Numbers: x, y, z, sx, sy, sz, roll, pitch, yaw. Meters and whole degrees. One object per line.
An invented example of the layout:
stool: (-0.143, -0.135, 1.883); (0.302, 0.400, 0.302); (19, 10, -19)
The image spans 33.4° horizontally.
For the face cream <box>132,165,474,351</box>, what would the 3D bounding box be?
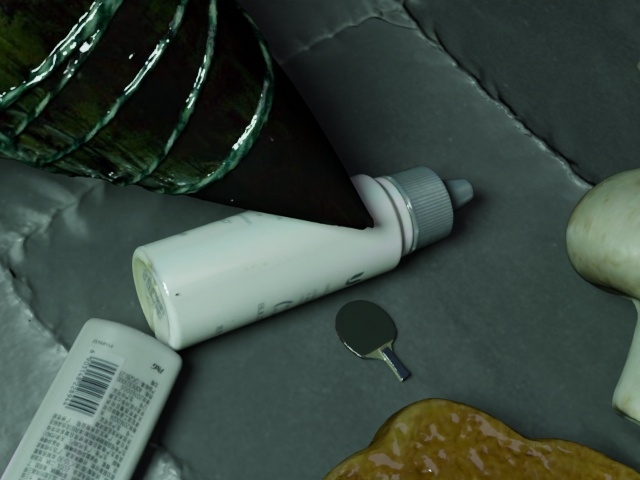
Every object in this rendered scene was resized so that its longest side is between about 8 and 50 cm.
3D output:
face cream: (0.000, 0.000, 0.904); (0.311, 0.092, 0.092); (-21, 67, -23)

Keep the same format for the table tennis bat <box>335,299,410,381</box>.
table tennis bat: (0.047, 0.086, 0.913); (0.050, 0.007, 0.083); (-30, 69, -27)

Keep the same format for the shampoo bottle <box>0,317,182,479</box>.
shampoo bottle: (-0.182, 0.169, 0.780); (0.086, 0.056, 0.227); (23, 57, -2)

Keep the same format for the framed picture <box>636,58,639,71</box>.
framed picture: (0.476, -0.116, 1.128); (0.189, 0.023, 0.260); (-18, 66, -22)

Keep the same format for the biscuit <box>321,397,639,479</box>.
biscuit: (0.158, 0.293, 0.780); (0.381, 0.074, 0.359); (6, 62, -13)

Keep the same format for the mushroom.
mushroom: (0.311, 0.057, 0.899); (0.243, 0.243, 0.243); (6, 59, -10)

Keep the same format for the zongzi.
zongzi: (-0.132, -0.126, 0.805); (0.362, 0.383, 0.319); (39, 101, 21)
